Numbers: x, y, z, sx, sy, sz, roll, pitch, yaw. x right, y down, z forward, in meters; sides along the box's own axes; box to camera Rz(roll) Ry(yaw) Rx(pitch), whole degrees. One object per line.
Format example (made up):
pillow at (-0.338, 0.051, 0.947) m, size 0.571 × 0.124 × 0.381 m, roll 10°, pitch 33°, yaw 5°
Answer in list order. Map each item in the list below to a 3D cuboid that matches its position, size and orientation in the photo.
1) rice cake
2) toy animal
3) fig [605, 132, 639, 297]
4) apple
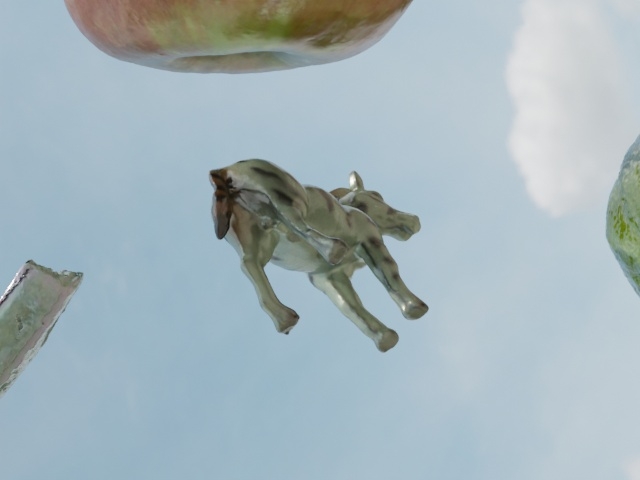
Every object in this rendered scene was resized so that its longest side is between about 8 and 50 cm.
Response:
rice cake at (-0.198, 0.092, 0.745) m, size 0.033 × 0.208 × 0.033 m, roll 39°, pitch -169°, yaw 2°
toy animal at (0.013, 0.012, 1.070) m, size 0.170 × 0.090 × 0.255 m, roll 46°, pitch -166°, yaw 23°
fig at (0.292, -0.006, 0.954) m, size 0.203 × 0.203 × 0.235 m, roll 67°, pitch -155°, yaw -14°
apple at (-0.061, -0.262, 1.088) m, size 0.277 × 0.309 × 0.250 m, roll -4°, pitch -89°, yaw -66°
